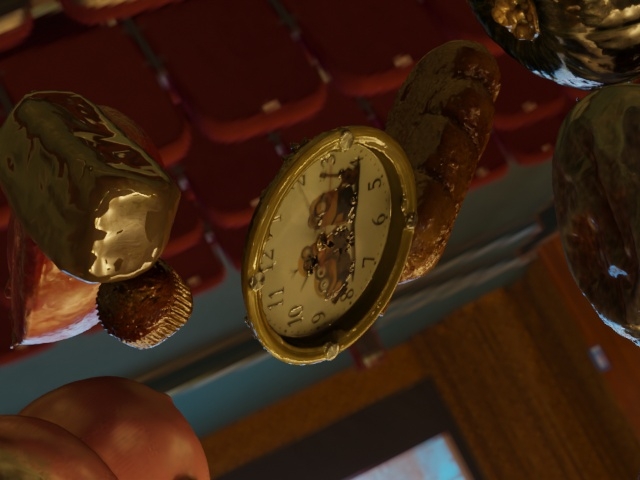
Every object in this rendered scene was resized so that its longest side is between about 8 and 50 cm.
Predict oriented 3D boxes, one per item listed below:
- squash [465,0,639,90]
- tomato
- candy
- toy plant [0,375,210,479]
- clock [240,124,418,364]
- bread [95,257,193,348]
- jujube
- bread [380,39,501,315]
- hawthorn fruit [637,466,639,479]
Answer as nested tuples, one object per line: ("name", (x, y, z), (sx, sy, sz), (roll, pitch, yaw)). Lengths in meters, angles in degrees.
("squash", (0.190, -0.204, 1.017), (0.156, 0.193, 0.193), (-27, 164, 1))
("tomato", (-0.274, -0.015, 1.579), (0.176, 0.289, 0.335), (5, 167, -17))
("candy", (-0.215, -0.052, 1.213), (0.102, 0.234, 0.104), (3, 115, -39))
("toy plant", (-0.247, 0.224, 1.080), (0.356, 0.211, 0.317), (-24, 124, -53))
("clock", (0.000, 0.000, 1.265), (0.237, 0.057, 0.237), (-27, 128, -40))
("bread", (-0.160, 0.053, 1.206), (0.085, 0.085, 0.053), (-31, 148, 12))
("jujube", (0.375, -0.022, 1.410), (0.215, 0.308, 0.246), (-7, 166, -25))
("bread", (0.112, -0.066, 1.441), (0.124, 0.344, 0.084), (-12, 140, 46))
("hawthorn fruit", (0.494, 0.270, 1.133), (0.472, 0.472, 0.472), (-25, 164, -8))
